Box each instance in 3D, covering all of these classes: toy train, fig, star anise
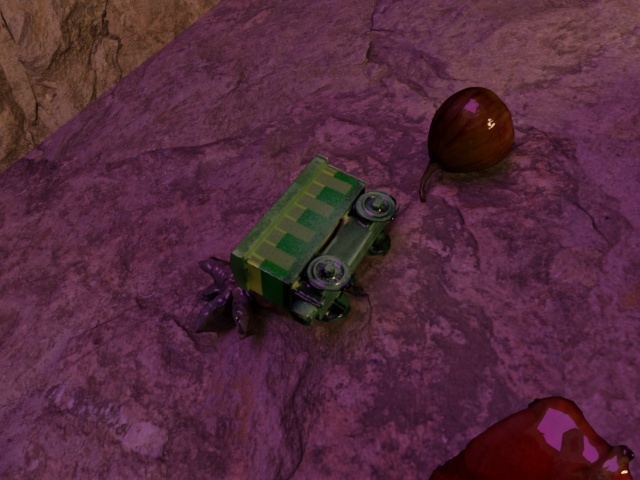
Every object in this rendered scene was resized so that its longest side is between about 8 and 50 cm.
[{"bbox_3d":[0.000,0.000,0.783,0.203,0.120,0.300,26,55,14],"label":"toy train"},{"bbox_3d":[0.263,-0.191,0.865,0.149,0.148,0.202,-25,-4,-44],"label":"fig"},{"bbox_3d":[-0.142,0.090,0.857,0.229,0.093,0.236,-45,48,-15],"label":"star anise"}]

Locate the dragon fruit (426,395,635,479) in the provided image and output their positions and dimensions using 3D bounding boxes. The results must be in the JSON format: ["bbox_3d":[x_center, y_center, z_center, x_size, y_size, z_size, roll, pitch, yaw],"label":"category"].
[{"bbox_3d":[0.183,0.332,0.374,0.228,0.286,0.329,-23,54,2],"label":"dragon fruit"}]
